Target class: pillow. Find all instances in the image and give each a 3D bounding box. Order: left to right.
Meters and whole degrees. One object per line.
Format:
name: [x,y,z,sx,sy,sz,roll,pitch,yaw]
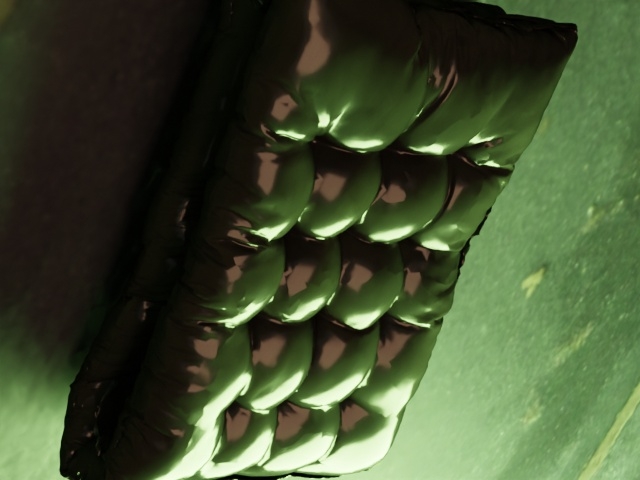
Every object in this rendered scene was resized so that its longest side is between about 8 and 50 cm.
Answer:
pillow: [0.000,0.000,0.808,0.228,0.101,0.326,5,112,-44]
